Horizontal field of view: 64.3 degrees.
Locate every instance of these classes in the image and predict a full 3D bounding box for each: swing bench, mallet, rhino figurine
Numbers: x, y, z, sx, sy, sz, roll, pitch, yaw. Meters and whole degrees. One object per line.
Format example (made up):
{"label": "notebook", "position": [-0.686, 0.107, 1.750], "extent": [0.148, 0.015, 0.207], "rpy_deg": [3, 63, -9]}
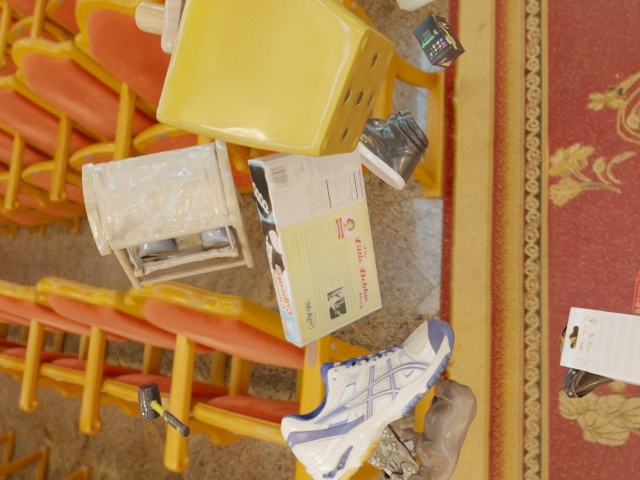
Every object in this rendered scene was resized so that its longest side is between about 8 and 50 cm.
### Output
{"label": "swing bench", "position": [-0.275, -0.043, 0.974], "extent": [0.253, 0.255, 0.165], "rpy_deg": [-12, 66, -5]}
{"label": "mallet", "position": [-0.264, 0.302, 0.864], "extent": [0.189, 0.039, 0.062], "rpy_deg": [14, 111, 51]}
{"label": "rhino figurine", "position": [0.184, 0.336, 0.828], "extent": [0.106, 0.073, 0.243], "rpy_deg": [-15, 42, 54]}

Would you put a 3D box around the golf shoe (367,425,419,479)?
{"label": "golf shoe", "position": [0.124, 0.393, 0.951], "extent": [0.069, 0.086, 0.176], "rpy_deg": [-36, 90, 0]}

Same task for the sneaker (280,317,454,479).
{"label": "sneaker", "position": [0.069, 0.205, 0.740], "extent": [0.131, 0.112, 0.296], "rpy_deg": [43, 75, 9]}

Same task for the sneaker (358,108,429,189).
{"label": "sneaker", "position": [0.123, -0.263, 1.183], "extent": [0.296, 0.104, 0.147], "rpy_deg": [42, 87, 11]}

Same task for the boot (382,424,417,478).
{"label": "boot", "position": [0.158, 0.502, 1.333], "extent": [0.094, 0.246, 0.207], "rpy_deg": [-33, 101, 5]}

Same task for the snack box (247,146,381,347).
{"label": "snack box", "position": [0.000, 0.000, 0.877], "extent": [0.060, 0.187, 0.322], "rpy_deg": [15, 119, 54]}

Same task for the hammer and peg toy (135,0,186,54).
{"label": "hammer and peg toy", "position": [-0.115, -0.378, 0.742], "extent": [0.127, 0.361, 0.266], "rpy_deg": [15, 107, 10]}

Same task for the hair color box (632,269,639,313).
{"label": "hair color box", "position": [0.816, 0.118, 1.272], "extent": [0.043, 0.141, 0.072], "rpy_deg": [16, 59, 36]}

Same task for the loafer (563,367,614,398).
{"label": "loafer", "position": [0.751, 0.351, 1.374], "extent": [0.220, 0.080, 0.078], "rpy_deg": [-34, 12, -12]}

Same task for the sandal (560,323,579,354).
{"label": "sandal", "position": [0.680, 0.252, 1.373], "extent": [0.049, 0.180, 0.072], "rpy_deg": [12, 55, 9]}

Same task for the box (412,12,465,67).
{"label": "box", "position": [0.232, -0.390, 0.998], "extent": [0.052, 0.062, 0.083], "rpy_deg": [-37, 74, 41]}

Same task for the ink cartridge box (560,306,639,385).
{"label": "ink cartridge box", "position": [0.647, 0.235, 1.140], "extent": [0.179, 0.045, 0.145], "rpy_deg": [3, 73, 50]}

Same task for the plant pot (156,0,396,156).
{"label": "plant pot", "position": [-0.032, -0.205, 0.614], "extent": [0.187, 0.212, 0.212], "rpy_deg": [27, 110, 14]}

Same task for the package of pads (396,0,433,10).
{"label": "package of pads", "position": [0.121, -0.430, 0.554], "extent": [0.229, 0.296, 0.101], "rpy_deg": [1, 44, 52]}
